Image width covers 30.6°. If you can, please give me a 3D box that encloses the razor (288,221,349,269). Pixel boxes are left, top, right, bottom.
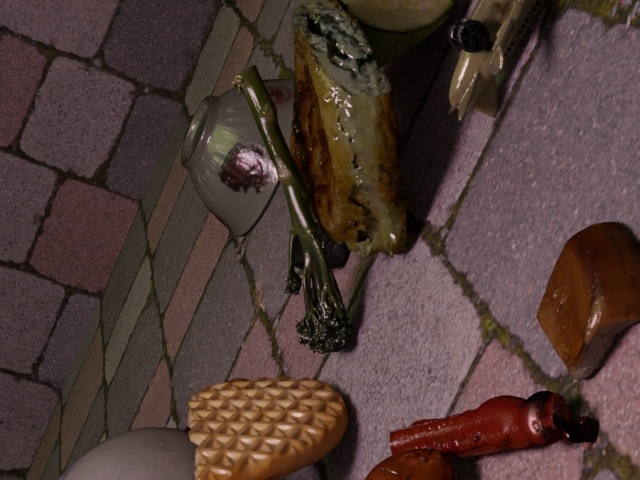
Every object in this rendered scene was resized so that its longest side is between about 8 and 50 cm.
[{"bbox_3d":[0.000,0.000,1.730,0.148,0.054,0.090,-12,55,68],"label":"razor"}]

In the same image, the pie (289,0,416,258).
[{"bbox_3d":[0.024,-0.145,1.514,0.288,0.102,0.355,95,156,-52],"label":"pie"}]

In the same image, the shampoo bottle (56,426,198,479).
[{"bbox_3d":[-0.214,0.409,1.479,0.322,0.322,0.317,-62,9,23],"label":"shampoo bottle"}]

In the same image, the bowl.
[{"bbox_3d":[-0.174,-0.187,2.281,0.337,0.157,0.337,-55,24,39],"label":"bowl"}]

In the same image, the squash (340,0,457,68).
[{"bbox_3d":[0.088,-0.272,1.675,0.261,0.189,0.189,96,180,-53],"label":"squash"}]

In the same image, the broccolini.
[{"bbox_3d":[-0.050,-0.035,1.540,0.392,0.074,0.079,69,157,2],"label":"broccolini"}]

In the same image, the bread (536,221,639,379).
[{"bbox_3d":[0.230,0.049,1.021,0.126,0.044,0.129,-62,22,25],"label":"bread"}]

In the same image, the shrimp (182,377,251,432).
[{"bbox_3d":[-0.164,0.312,1.876,0.287,0.063,0.152,-38,47,56],"label":"shrimp"}]

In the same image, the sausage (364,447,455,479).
[{"bbox_3d":[0.057,0.355,1.098,0.102,0.102,0.330,161,124,-67],"label":"sausage"}]

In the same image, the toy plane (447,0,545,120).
[{"bbox_3d":[0.206,-0.255,1.354,0.229,0.092,0.244,-90,20,-80],"label":"toy plane"}]

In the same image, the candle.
[{"bbox_3d":[0.146,0.181,1.111,0.329,0.048,0.051,148,131,-63],"label":"candle"}]

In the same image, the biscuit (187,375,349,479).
[{"bbox_3d":[-0.068,0.226,1.467,0.309,0.204,0.040,-116,16,-76],"label":"biscuit"}]
